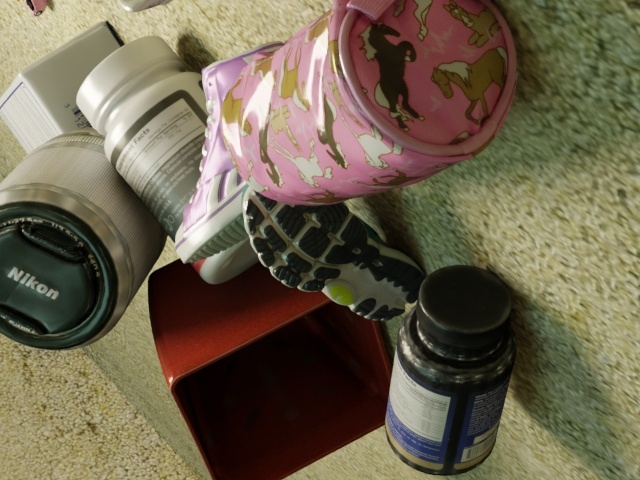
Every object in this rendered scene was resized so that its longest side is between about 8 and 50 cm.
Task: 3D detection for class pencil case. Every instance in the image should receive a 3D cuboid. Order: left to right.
[{"bbox_3d":[0.027,-0.124,1.266,0.386,0.160,0.167,161,115,-71],"label":"pencil case"}]

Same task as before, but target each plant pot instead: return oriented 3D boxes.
[{"bbox_3d":[-0.082,0.131,1.865,0.236,0.267,0.267,54,167,44],"label":"plant pot"}]

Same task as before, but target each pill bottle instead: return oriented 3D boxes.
[{"bbox_3d":[-0.160,-0.101,1.752,0.283,0.161,0.161,51,161,11],"label":"pill bottle"},{"bbox_3d":[0.136,0.134,1.480,0.123,0.123,0.219,42,145,32],"label":"pill bottle"}]

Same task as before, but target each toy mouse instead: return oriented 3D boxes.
[{"bbox_3d":[-0.442,-0.390,2.133,0.161,0.031,0.143,58,162,-12],"label":"toy mouse"}]

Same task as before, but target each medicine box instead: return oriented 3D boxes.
[{"bbox_3d":[-0.328,-0.148,2.097,0.263,0.149,0.289,56,162,-8],"label":"medicine box"}]

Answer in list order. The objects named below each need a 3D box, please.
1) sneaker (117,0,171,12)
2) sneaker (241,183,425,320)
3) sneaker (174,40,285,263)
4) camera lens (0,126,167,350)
[{"bbox_3d":[-0.179,-0.351,1.371,0.114,0.152,0.305,38,155,44],"label":"sneaker"},{"bbox_3d":[0.000,0.000,1.542,0.275,0.107,0.110,38,-171,-46],"label":"sneaker"},{"bbox_3d":[-0.095,-0.104,1.573,0.282,0.102,0.161,-45,73,34],"label":"sneaker"},{"bbox_3d":[-0.317,-0.006,1.820,0.219,0.219,0.274,60,-159,-17],"label":"camera lens"}]
